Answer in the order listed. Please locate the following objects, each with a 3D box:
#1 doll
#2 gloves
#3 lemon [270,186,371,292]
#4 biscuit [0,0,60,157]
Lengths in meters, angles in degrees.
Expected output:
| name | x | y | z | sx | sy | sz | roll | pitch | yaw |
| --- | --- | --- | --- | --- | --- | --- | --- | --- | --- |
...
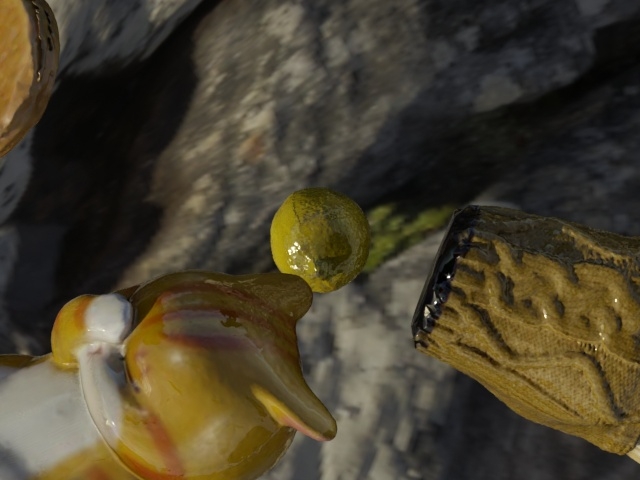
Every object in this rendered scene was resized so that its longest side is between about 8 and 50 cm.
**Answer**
| name | x | y | z | sx | sy | sz | roll | pitch | yaw |
| --- | --- | --- | --- | --- | --- | --- | --- | --- | --- |
| doll | -0.133 | 0.122 | 1.242 | 0.270 | 0.166 | 0.162 | -34 | 142 | 23 |
| gloves | 0.249 | 0.088 | 1.668 | 0.356 | 0.155 | 0.203 | 17 | 99 | -21 |
| lemon | 0.000 | 0.000 | 1.523 | 0.082 | 0.110 | 0.082 | 0 | 112 | -1 |
| biscuit | -0.252 | -0.157 | 1.210 | 0.047 | 0.339 | 0.216 | 25 | 105 | -47 |
